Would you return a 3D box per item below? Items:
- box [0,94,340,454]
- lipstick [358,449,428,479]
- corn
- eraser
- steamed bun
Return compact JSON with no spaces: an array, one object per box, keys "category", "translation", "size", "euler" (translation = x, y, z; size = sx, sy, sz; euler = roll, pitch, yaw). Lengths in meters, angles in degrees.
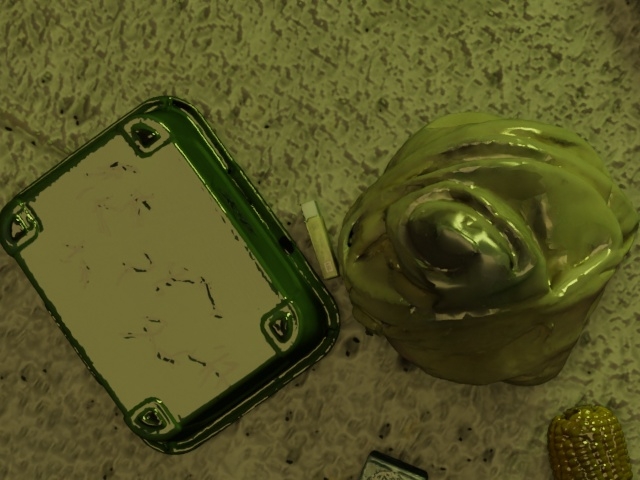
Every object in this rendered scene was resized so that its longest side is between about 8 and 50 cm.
[{"category":"box","translation":[-0.164,0.035,1.926],"size":[0.252,0.178,0.329],"euler":[-37,86,5]},{"category":"lipstick","translation":[0.021,0.375,1.956],"size":[0.066,0.068,0.317],"euler":[22,91,5]},{"category":"corn","translation":[0.285,0.280,1.930],"size":[0.080,0.080,0.231],"euler":[-12,90,5]},{"category":"eraser","translation":[0.000,0.000,1.980],"size":[0.019,0.038,0.083],"euler":[-17,88,6]},{"category":"steamed bun","translation":[0.161,0.002,1.882],"size":[0.268,0.207,0.280],"euler":[33,90,6]}]
